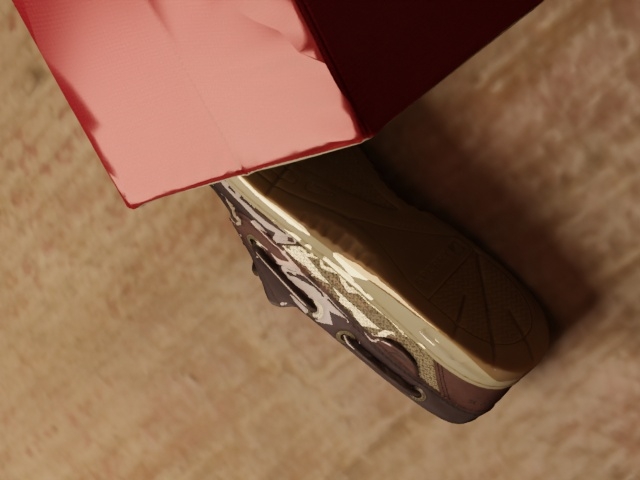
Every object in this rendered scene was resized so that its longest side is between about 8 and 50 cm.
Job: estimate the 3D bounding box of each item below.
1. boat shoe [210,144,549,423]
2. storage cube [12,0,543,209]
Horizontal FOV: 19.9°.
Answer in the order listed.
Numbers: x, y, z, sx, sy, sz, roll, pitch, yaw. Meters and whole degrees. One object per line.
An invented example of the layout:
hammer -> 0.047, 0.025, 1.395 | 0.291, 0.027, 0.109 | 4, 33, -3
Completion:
boat shoe -> 0.000, 0.000, 1.061 | 0.285, 0.103, 0.092 | 39, 128, 10
storage cube -> -0.032, -0.152, 0.927 | 0.184, 0.215, 0.193 | -14, 109, 44
